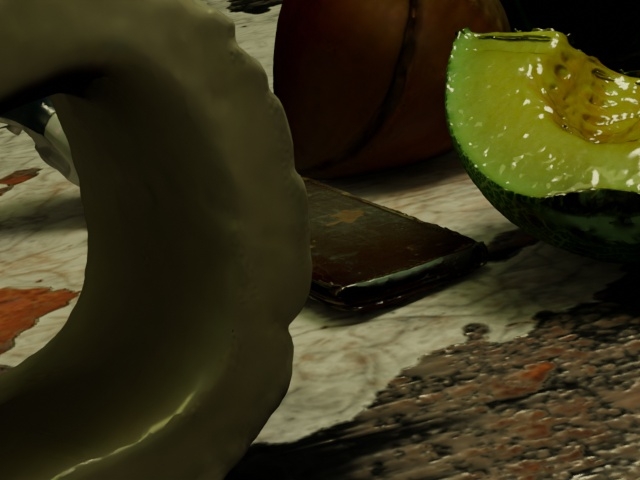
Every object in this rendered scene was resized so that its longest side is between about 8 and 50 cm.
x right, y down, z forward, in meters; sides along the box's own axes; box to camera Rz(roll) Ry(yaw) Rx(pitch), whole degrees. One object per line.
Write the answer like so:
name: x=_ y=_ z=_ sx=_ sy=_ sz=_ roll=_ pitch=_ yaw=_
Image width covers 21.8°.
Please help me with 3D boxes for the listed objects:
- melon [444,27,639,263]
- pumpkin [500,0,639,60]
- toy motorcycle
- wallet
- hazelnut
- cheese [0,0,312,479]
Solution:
melon: x=0.200 y=-0.041 z=1.033 sx=0.265 sy=0.129 sz=0.169 roll=3 pitch=46 yaw=24
pumpkin: x=0.215 y=-0.274 z=1.462 sx=0.248 sy=0.248 sz=0.248 roll=-9 pitch=20 yaw=3
toy motorcycle: x=-0.205 y=-0.092 z=1.283 sx=0.221 sy=0.102 sz=0.150 roll=31 pitch=4 yaw=-21
wallet: x=0.000 y=0.000 z=1.130 sx=0.122 sy=0.031 sz=0.232 roll=-16 pitch=22 yaw=-28
hazelnut: x=0.043 y=-0.134 z=1.287 sx=0.208 sy=0.208 sz=0.208 roll=-9 pitch=20 yaw=3
cheese: x=-0.179 y=0.015 z=0.792 sx=0.332 sy=0.292 sz=0.153 roll=-32 pitch=28 yaw=-30
